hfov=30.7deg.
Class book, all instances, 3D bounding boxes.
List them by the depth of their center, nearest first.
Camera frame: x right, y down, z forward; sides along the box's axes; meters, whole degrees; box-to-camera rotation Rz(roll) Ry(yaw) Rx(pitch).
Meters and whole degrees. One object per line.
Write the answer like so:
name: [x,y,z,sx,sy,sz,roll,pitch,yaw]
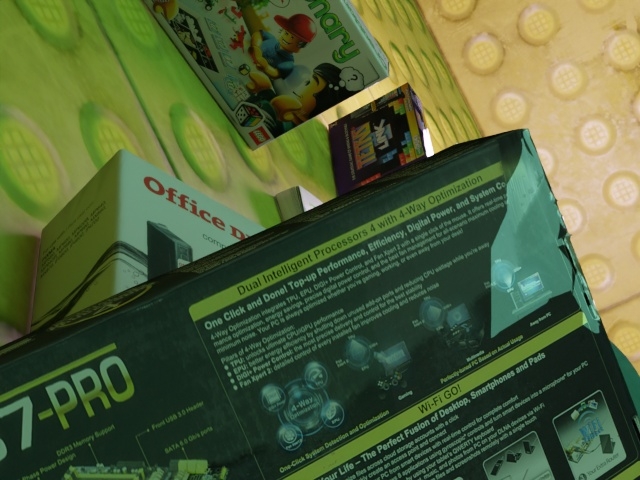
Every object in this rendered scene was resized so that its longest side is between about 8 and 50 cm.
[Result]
book: [0.000,0.000,1.438,0.144,0.035,0.096,31,40,-61]

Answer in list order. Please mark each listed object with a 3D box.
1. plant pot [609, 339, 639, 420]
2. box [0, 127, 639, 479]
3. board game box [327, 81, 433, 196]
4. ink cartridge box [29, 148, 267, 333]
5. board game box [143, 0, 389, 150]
plant pot: [0.169,0.222,1.204,0.235,0.293,0.293,-1,64,-55]
box: [0.002,0.153,0.649,0.097,0.395,0.318,-6,-72,65]
board game box: [0.087,-0.134,1.683,0.048,0.141,0.170,50,22,-39]
ink cartridge box: [-0.096,0.094,0.821,0.197,0.114,0.272,30,33,-32]
board game box: [-0.079,-0.270,1.328,0.305,0.193,0.053,54,20,-26]
